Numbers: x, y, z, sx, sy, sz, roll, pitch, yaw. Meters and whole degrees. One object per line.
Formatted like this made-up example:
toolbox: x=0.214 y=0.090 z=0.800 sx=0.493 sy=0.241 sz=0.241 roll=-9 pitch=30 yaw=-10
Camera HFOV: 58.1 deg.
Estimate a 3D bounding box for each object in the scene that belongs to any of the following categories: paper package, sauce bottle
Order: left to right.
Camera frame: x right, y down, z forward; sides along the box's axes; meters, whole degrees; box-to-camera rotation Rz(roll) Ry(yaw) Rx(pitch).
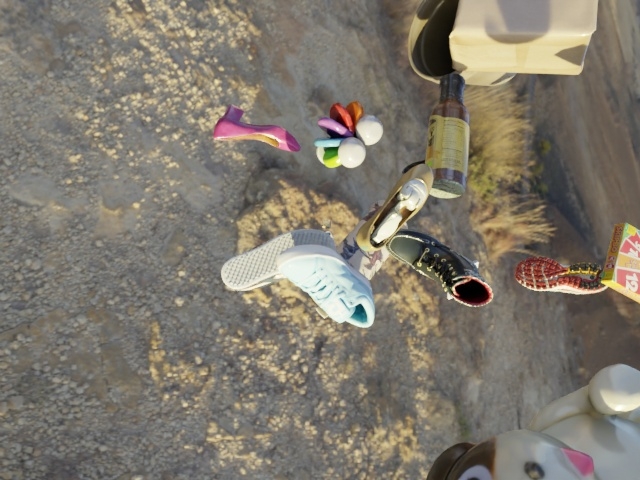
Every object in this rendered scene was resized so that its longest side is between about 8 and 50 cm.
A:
sauce bottle: x=0.339 y=-0.282 z=1.524 sx=0.111 sy=0.111 sz=0.344 roll=34 pitch=57 yaw=-43
paper package: x=0.508 y=-0.589 z=1.440 sx=0.168 sy=0.325 sz=0.309 roll=54 pitch=46 yaw=-67

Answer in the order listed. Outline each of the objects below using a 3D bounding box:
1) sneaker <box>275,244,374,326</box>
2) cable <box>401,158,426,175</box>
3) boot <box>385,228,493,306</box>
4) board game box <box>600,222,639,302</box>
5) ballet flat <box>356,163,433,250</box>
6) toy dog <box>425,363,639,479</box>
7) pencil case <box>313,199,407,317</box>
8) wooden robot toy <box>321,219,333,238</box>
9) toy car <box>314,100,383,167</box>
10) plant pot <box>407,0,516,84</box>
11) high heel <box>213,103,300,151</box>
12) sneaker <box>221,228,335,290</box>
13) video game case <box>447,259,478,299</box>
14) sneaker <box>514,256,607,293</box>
sneaker: x=0.035 y=0.129 z=1.508 sx=0.366 sy=0.135 sz=0.150 roll=28 pitch=34 yaw=-41
cable: x=0.380 y=-0.249 z=1.956 sx=0.072 sy=0.287 sz=0.139 roll=37 pitch=30 yaw=-29
boot: x=0.259 y=0.055 z=1.262 sx=0.236 sy=0.085 sz=0.178 roll=25 pitch=13 yaw=-6
board game box: x=0.670 y=0.075 z=1.135 sx=0.259 sy=0.039 sz=0.124 roll=26 pitch=75 yaw=-19
ballet flat: x=0.171 y=-0.065 z=1.219 sx=0.080 sy=0.073 sz=0.232 roll=40 pitch=88 yaw=-15
toy dog: x=0.329 y=0.328 z=0.710 sx=0.408 sy=0.395 sz=0.284 roll=8 pitch=41 yaw=-26
pencil case: x=0.121 y=0.060 z=1.834 sx=0.410 sy=0.160 sz=0.183 roll=-49 pitch=156 yaw=-31
wooden robot toy: x=0.000 y=0.000 z=2.066 sx=0.173 sy=0.076 sz=0.079 roll=-66 pitch=157 yaw=-12
toy car: x=0.055 y=-0.275 z=1.463 sx=0.136 sy=0.159 sz=0.182 roll=44 pitch=77 yaw=-31
plant pot: x=0.478 y=-0.607 z=1.768 sx=0.280 sy=0.323 sz=0.323 roll=12 pitch=69 yaw=-39
high heel: x=-0.179 y=-0.285 z=1.637 sx=0.244 sy=0.082 sz=0.117 roll=28 pitch=70 yaw=-17
sneaker: x=-0.120 y=0.053 z=1.610 sx=0.127 sy=0.321 sz=0.126 roll=131 pitch=-57 yaw=-79
video game case: x=0.397 y=0.111 z=1.613 sx=0.122 sy=0.087 sz=0.011 roll=80 pitch=-15 yaw=-48
sneaker: x=0.605 y=0.099 z=1.452 sx=0.093 sy=0.225 sz=0.088 roll=32 pitch=70 yaw=-55
